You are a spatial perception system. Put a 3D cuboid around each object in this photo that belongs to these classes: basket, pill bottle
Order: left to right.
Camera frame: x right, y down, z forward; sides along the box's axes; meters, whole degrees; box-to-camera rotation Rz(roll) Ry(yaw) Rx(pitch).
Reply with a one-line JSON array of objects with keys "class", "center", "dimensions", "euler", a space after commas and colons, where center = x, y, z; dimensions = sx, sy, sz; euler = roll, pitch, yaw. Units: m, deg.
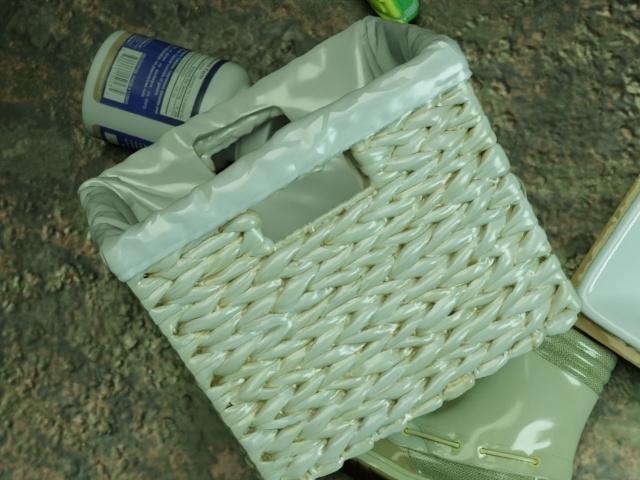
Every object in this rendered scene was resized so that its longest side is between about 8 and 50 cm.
[{"class": "pill bottle", "center": [-0.127, -0.128, 1.722], "dimensions": [0.186, 0.112, 0.112], "euler": [18, 75, 12]}, {"class": "basket", "center": [0.000, 0.000, 1.523], "dimensions": [0.328, 0.331, 0.266], "euler": [-31, 105, -3]}]

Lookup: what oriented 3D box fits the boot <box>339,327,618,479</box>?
[{"class": "boot", "center": [0.122, 0.142, 1.612], "dimensions": [0.262, 0.095, 0.203], "euler": [20, 76, 11]}]

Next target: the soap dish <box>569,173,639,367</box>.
[{"class": "soap dish", "center": [0.385, 0.007, 1.592], "dimensions": [0.229, 0.118, 0.291], "euler": [33, 89, 16]}]

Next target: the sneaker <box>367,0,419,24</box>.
[{"class": "sneaker", "center": [0.073, -0.357, 1.773], "dimensions": [0.123, 0.109, 0.296], "euler": [-8, 71, 8]}]
